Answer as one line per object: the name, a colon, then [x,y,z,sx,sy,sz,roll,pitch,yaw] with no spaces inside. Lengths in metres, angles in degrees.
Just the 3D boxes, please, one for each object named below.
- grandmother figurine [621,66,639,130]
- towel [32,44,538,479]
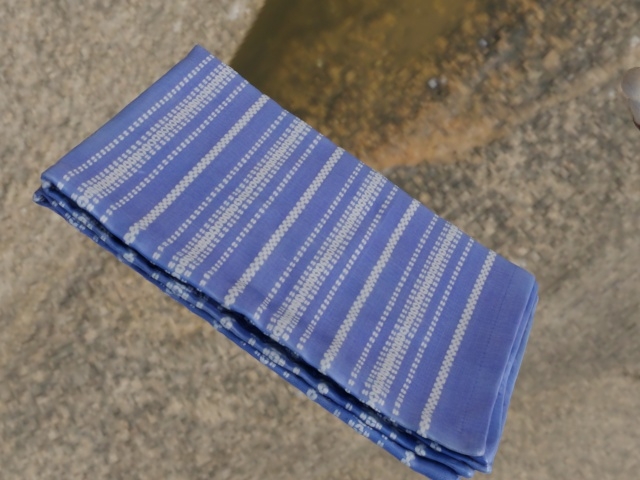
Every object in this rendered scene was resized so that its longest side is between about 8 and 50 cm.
grandmother figurine: [0.357,-0.130,0.885,0.207,0.104,0.342,2,131,10]
towel: [0.000,0.000,0.732,0.040,0.336,0.243,-54,-179,37]
